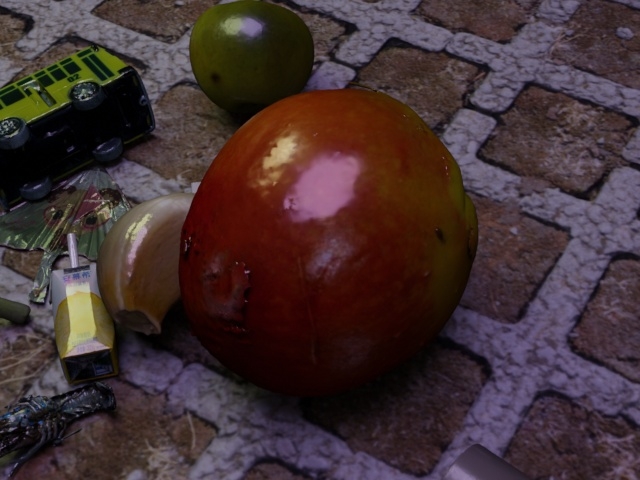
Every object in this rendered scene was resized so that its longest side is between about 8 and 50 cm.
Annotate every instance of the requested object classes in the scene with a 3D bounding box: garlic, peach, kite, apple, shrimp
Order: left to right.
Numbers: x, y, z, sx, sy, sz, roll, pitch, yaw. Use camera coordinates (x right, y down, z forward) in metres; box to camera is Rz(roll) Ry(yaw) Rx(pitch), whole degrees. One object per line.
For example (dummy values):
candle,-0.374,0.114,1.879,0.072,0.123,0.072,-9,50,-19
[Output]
shrimp,-0.333,0.223,1.242,0.174,0.076,0.082,-21,92,-19
kite,-0.359,-0.017,1.466,0.322,0.013,0.268,8,51,12
garlic,-0.183,0.019,1.324,0.245,0.145,0.164,-29,75,-34
apple,-0.105,-0.276,1.552,0.196,0.196,0.157,-2,88,2
peach,0.000,0.000,1.211,0.370,0.370,0.370,-2,50,3

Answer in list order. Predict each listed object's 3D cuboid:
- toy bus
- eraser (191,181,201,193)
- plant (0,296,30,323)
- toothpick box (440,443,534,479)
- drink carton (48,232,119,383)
toy bus,-0.395,-0.179,1.526,0.262,0.128,0.150,-31,48,-19
eraser,-0.131,-0.029,1.451,0.103,0.023,0.150,-7,50,-2
plant,-0.546,0.051,1.273,0.297,0.306,0.261,42,30,3
toothpick box,0.213,0.309,1.085,0.180,0.111,0.111,33,59,28
drink carton,-0.311,0.085,1.335,0.084,0.074,0.200,-11,49,-8
